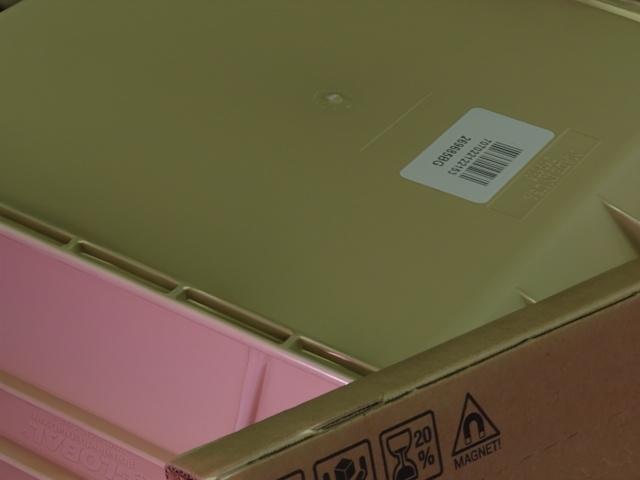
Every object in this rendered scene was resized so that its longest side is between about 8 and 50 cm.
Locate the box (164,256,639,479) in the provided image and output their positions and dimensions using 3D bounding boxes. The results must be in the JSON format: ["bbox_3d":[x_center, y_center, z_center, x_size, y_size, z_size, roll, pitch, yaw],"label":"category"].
[{"bbox_3d":[0.064,0.096,0.459,0.201,0.164,0.021,-20,18,-33],"label":"box"}]

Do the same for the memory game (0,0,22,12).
[{"bbox_3d":[-0.163,-0.090,0.712,0.012,0.186,0.186,-28,25,24],"label":"memory game"}]

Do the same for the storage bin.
[{"bbox_3d":[0.000,0.000,0.624,0.260,0.123,0.262,23,37,23],"label":"storage bin"}]

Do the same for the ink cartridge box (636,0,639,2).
[{"bbox_3d":[0.148,-0.045,0.739,0.143,0.090,0.092,20,37,20],"label":"ink cartridge box"}]
